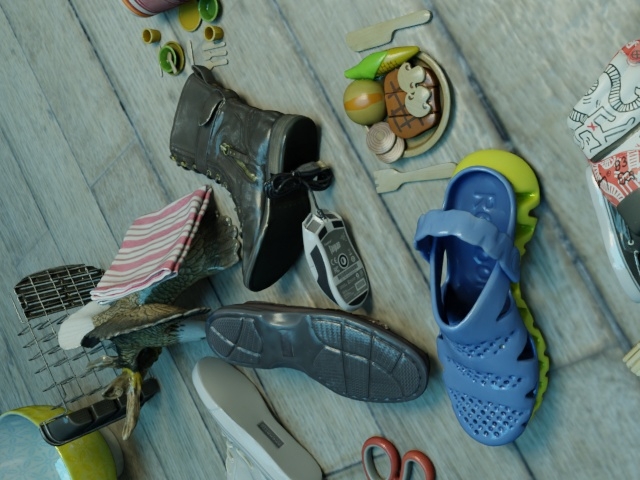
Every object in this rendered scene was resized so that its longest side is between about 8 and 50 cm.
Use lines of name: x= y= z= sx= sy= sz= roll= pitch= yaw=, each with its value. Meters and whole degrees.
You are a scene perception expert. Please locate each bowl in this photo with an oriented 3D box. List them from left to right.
bowl: x=-0.463 y=0.421 z=1.330 sx=0.289 sy=0.156 sz=0.289 roll=12 pitch=110 yaw=36

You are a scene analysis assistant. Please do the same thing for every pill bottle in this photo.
pill bottle: x=-0.199 y=-0.354 z=0.949 sx=0.152 sy=0.086 sz=0.086 roll=-3 pitch=100 yaw=39

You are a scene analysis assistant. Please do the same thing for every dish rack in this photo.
dish rack: x=-0.394 y=0.173 z=1.181 sx=0.074 sy=0.208 sz=0.272 roll=-31 pitch=81 yaw=30

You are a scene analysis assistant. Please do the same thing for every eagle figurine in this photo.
eagle figurine: x=-0.245 y=0.106 z=1.056 sx=0.226 sy=0.225 sz=0.298 roll=52 pitch=139 yaw=28

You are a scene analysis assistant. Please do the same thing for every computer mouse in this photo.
computer mouse: x=0.000 y=0.000 z=0.886 sx=0.042 sy=0.106 sz=0.193 roll=-14 pitch=100 yaw=42

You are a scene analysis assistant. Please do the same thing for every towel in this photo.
towel: x=-0.232 y=0.000 z=1.005 sx=0.144 sy=0.197 sz=0.029 roll=-21 pitch=123 yaw=25

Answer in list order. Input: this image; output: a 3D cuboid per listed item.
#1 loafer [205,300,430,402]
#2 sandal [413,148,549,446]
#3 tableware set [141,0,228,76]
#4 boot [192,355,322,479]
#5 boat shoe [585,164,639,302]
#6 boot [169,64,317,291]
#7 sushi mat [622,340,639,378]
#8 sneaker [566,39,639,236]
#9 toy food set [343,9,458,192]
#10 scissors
loafer: x=0.001 y=0.123 z=0.920 sx=0.302 sy=0.095 sz=0.109 roll=9 pitch=111 yaw=22
sandal: x=0.158 y=0.071 z=0.750 sx=0.126 sy=0.138 sz=0.317 roll=-1 pitch=103 yaw=37
tableware set: x=-0.193 y=-0.286 z=1.004 sx=0.154 sy=0.024 sz=0.104 roll=2 pitch=103 yaw=39
boot: x=-0.120 y=0.301 z=1.059 sx=0.258 sy=0.095 sz=0.123 roll=47 pitch=119 yaw=18
boat shoe: x=0.291 y=-0.011 z=0.677 sx=0.040 sy=0.049 sz=0.142 roll=-20 pitch=88 yaw=40
boot: x=-0.119 y=-0.086 z=0.969 sx=0.229 sy=0.091 sz=0.263 roll=23 pitch=108 yaw=34
sushi mat: x=0.416 y=0.057 z=0.615 sx=0.151 sy=0.019 sz=0.316 roll=43 pitch=125 yaw=21
sneaker: x=0.333 y=-0.134 z=0.580 sx=0.270 sy=0.090 sz=0.145 roll=-40 pitch=63 yaw=29
toy food set: x=0.083 y=-0.152 z=0.809 sx=0.132 sy=0.038 sz=0.192 roll=-8 pitch=97 yaw=40
scissors: x=0.080 y=0.395 z=0.975 sx=0.109 sy=0.021 sz=0.297 roll=24 pitch=115 yaw=30
